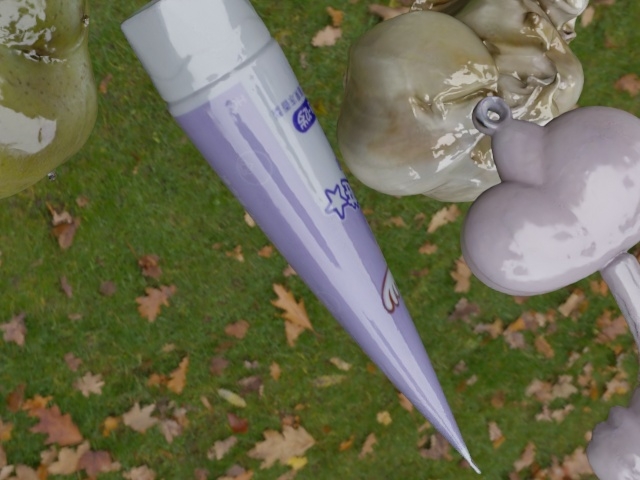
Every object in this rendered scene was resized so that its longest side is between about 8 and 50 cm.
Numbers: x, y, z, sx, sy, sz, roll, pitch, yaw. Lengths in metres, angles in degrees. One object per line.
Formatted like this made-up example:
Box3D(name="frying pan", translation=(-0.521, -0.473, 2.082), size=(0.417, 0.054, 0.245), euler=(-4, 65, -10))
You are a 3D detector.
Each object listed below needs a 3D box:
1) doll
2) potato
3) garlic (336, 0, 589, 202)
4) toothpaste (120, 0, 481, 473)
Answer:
Box3D(name="doll", translation=(0.213, 0.053, 0.572), size=(0.160, 0.094, 0.365), euler=(-32, 83, -4))
Box3D(name="potato", translation=(-0.332, -0.214, 0.824), size=(0.218, 0.202, 0.351), euler=(-3, 90, -38))
Box3D(name="garlic", translation=(0.144, -0.138, 0.749), size=(0.281, 0.203, 0.185), euler=(-39, 118, -23))
Box3D(name="toothpaste", translation=(0.000, 0.000, 0.568), size=(0.080, 0.125, 0.371), euler=(-32, 110, -4))
